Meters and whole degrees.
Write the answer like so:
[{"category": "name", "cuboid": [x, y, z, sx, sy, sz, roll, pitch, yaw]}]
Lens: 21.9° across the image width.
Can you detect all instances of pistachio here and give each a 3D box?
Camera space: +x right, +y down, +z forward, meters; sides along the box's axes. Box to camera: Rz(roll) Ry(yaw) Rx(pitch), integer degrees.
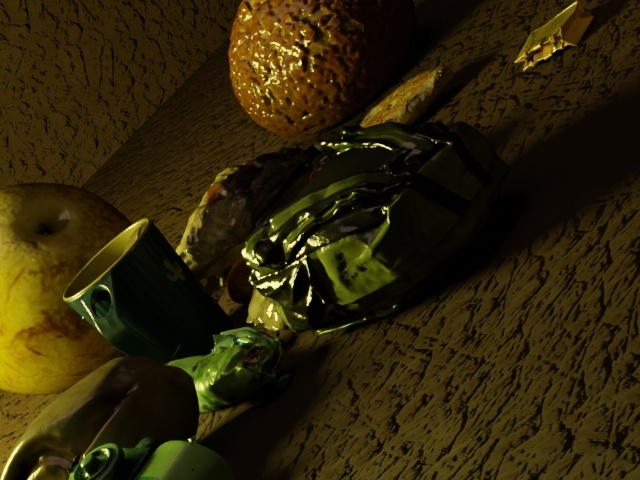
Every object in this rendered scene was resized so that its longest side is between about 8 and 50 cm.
[{"category": "pistachio", "cuboid": [-0.209, 0.211, 1.562, 0.238, 0.153, 0.138, -47, 54, -9]}]

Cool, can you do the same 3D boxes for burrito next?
[{"category": "burrito", "cuboid": [-0.101, 0.128, 1.672, 0.104, 0.054, 0.288, -47, 13, -25]}]

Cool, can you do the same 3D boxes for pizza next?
[{"category": "pizza", "cuboid": [0.096, -0.152, 1.988, 0.160, 0.036, 0.099, -41, 15, 6]}]

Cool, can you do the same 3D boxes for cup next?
[{"category": "cup", "cuboid": [-0.190, 0.082, 1.831, 0.131, 0.155, 0.176, -37, 16, 21]}]

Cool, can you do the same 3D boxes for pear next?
[{"category": "pear", "cuboid": [-0.353, 0.062, 2.119, 0.281, 0.281, 0.281, -40, 14, 12]}]

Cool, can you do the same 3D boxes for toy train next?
[{"category": "toy train", "cuboid": [-0.173, 0.265, 1.389, 0.157, 0.105, 0.253, -8, 34, 42]}]

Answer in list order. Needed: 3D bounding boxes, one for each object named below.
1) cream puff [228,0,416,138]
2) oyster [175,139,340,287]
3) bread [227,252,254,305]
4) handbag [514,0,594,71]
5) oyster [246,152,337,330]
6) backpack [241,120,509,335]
[{"category": "cream puff", "cuboid": [-0.007, -0.286, 2.310, 0.303, 0.212, 0.303, -35, 19, 14]}, {"category": "oyster", "cuboid": [-0.081, -0.049, 2.028, 0.275, 0.100, 0.271, -46, -3, -3]}, {"category": "bread", "cuboid": [-0.054, 0.017, 1.884, 0.129, 0.044, 0.126, -43, 15, -14]}, {"category": "handbag", "cuboid": [0.251, -0.218, 1.780, 0.083, 0.027, 0.061, -31, 19, 49]}, {"category": "oyster", "cuboid": [-0.001, -0.008, 1.709, 0.233, 0.107, 0.161, -49, 23, -14]}, {"category": "backpack", "cuboid": [0.051, -0.024, 1.517, 0.253, 0.140, 0.207, -24, 25, 50]}]
